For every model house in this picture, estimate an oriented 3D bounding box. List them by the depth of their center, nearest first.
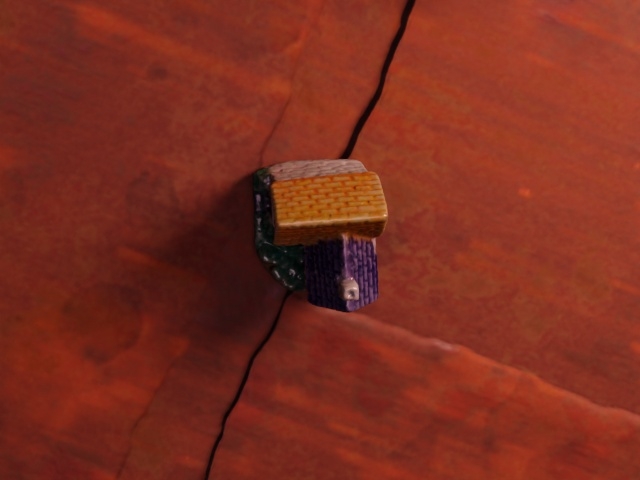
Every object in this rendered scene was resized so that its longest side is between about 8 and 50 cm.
[{"bbox_3d":[0.000,0.000,1.447,0.087,0.100,0.101,-5,106,-8],"label":"model house"}]
